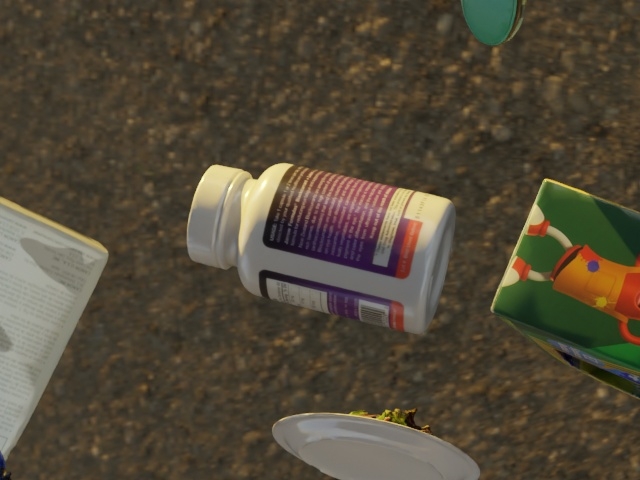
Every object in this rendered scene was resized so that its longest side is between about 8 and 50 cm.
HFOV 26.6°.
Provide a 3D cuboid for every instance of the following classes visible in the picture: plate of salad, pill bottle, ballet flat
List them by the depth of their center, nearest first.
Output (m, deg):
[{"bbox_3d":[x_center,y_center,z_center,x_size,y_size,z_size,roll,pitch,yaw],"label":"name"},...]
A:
[{"bbox_3d":[0.000,0.000,1.051,0.193,0.108,0.108,13,101,12],"label":"pill bottle"},{"bbox_3d":[0.054,0.193,1.275,0.200,0.200,0.048,-6,58,36],"label":"plate of salad"},{"bbox_3d":[0.180,-0.298,1.394,0.077,0.221,0.079,16,62,27],"label":"ballet flat"}]

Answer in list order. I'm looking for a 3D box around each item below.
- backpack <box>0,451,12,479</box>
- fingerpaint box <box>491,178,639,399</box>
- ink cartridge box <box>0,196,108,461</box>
[{"bbox_3d":[-0.331,0.216,1.231,0.120,0.098,0.101,-115,14,-48],"label":"backpack"},{"bbox_3d":[0.426,0.114,1.514,0.371,0.445,0.163,22,86,21],"label":"fingerpaint box"},{"bbox_3d":[-0.459,0.116,1.518,0.091,0.308,0.385,25,88,59],"label":"ink cartridge box"}]
